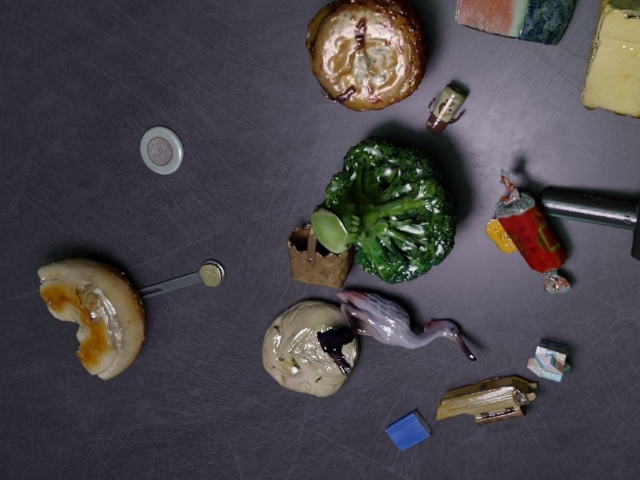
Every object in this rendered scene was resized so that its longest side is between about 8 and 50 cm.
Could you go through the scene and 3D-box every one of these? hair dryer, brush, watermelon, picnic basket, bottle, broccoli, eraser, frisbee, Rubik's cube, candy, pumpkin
[{"bbox_3d":[0.554,-0.097,1.692,0.303,0.116,0.244,10,108,25],"label":"hair dryer"},{"bbox_3d":[-0.338,0.104,2.128,0.266,0.027,0.062,-17,100,25],"label":"brush"},{"bbox_3d":[0.327,-0.479,1.632,0.226,0.148,0.318,-23,96,33],"label":"watermelon"},{"bbox_3d":[0.000,0.000,1.908,0.138,0.128,0.178,11,128,14],"label":"picnic basket"},{"bbox_3d":[0.243,-0.252,1.782,0.063,0.047,0.101,39,118,16],"label":"bottle"},{"bbox_3d":[0.119,-0.041,1.767,0.298,0.297,0.297,22,124,36],"label":"broccoli"},{"bbox_3d":[0.196,0.423,2.028,0.085,0.027,0.063,-36,93,26],"label":"eraser"},{"bbox_3d":[-0.357,-0.201,2.043,0.110,0.014,0.110,7,109,19],"label":"frisbee"},{"bbox_3d":[0.462,0.248,1.843,0.075,0.084,0.073,20,110,31],"label":"Rubik's cube"},{"bbox_3d":[0.410,-0.012,1.769,0.086,0.059,0.292,-13,115,52],"label":"candy"},{"bbox_3d":[0.365,-0.013,1.823,0.050,0.028,0.083,-28,103,24],"label":"pumpkin"}]

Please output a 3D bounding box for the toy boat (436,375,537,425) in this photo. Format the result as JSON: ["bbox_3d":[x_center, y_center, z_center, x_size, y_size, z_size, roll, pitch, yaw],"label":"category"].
[{"bbox_3d":[0.350,0.346,1.924,0.226,0.068,0.088,-19,105,24],"label":"toy boat"}]

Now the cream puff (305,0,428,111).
[{"bbox_3d":[0.089,-0.365,1.738,0.240,0.164,0.240,3,125,5],"label":"cream puff"}]

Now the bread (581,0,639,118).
[{"bbox_3d":[0.592,-0.302,1.562,0.264,0.198,0.236,13,117,14],"label":"bread"}]

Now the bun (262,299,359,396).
[{"bbox_3d":[-0.025,0.245,2.006,0.210,0.116,0.237,44,117,2],"label":"bun"}]

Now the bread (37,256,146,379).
[{"bbox_3d":[-0.510,0.148,2.122,0.192,0.171,0.314,-37,89,35],"label":"bread"}]

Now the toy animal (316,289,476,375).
[{"bbox_3d":[0.150,0.184,1.923,0.324,0.195,0.090,-3,147,-6],"label":"toy animal"}]
